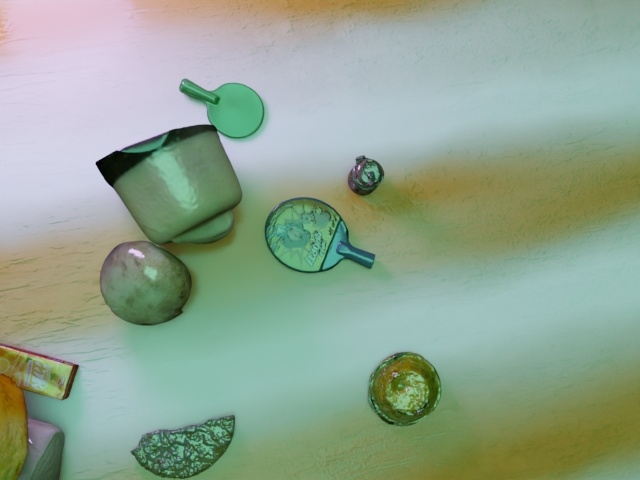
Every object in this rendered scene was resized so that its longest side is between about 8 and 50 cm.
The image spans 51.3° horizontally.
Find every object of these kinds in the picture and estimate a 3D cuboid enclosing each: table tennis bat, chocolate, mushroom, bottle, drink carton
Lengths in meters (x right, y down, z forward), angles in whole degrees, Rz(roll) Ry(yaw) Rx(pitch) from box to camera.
[{"bbox_3d":[-0.285,-0.395,1.921,0.257,0.039,0.160,25,82,-8],"label":"table tennis bat"},{"bbox_3d":[-0.375,-0.123,1.745,0.326,0.314,0.297,-18,89,-10],"label":"chocolate"},{"bbox_3d":[-0.460,0.116,1.769,0.255,0.184,0.255,-3,120,-6],"label":"mushroom"},{"bbox_3d":[0.000,0.000,1.903,0.329,0.044,0.215,22,81,-1],"label":"table tennis bat"},{"bbox_3d":[0.130,-0.186,1.878,0.099,0.152,0.099,1,83,-4],"label":"bottle"},{"bbox_3d":[-0.769,0.345,1.767,0.223,0.071,0.096,17,81,-3],"label":"drink carton"}]

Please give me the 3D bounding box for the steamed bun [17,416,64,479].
[{"bbox_3d":[-0.803,0.630,1.647,0.247,0.236,0.383,14,80,3],"label":"steamed bun"}]

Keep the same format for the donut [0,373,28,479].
[{"bbox_3d":[-0.865,0.481,1.505,0.377,0.163,0.435,18,62,26],"label":"donut"}]

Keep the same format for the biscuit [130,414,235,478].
[{"bbox_3d":[-0.361,0.567,1.799,0.290,0.038,0.141,-12,86,-5],"label":"biscuit"}]

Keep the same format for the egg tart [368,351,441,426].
[{"bbox_3d":[0.237,0.415,1.856,0.212,0.090,0.212,0,84,-2],"label":"egg tart"}]
